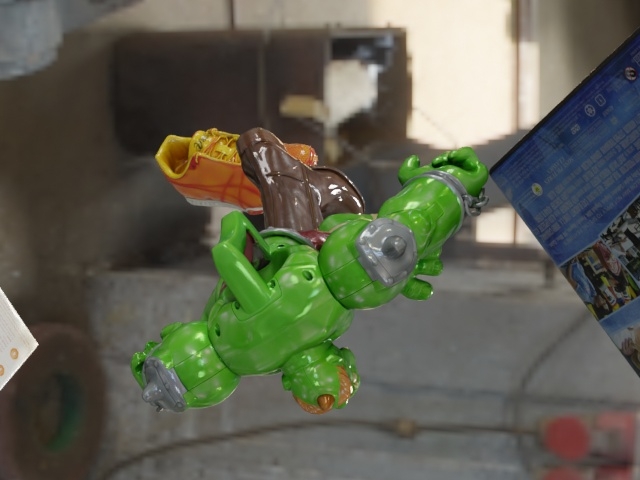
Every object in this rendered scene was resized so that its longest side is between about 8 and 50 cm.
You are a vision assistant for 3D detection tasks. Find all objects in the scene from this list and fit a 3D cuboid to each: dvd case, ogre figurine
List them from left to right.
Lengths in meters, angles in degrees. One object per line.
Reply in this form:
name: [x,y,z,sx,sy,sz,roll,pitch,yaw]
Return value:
ogre figurine: [-0.015,0.027,0.837,0.118,0.197,0.097,-49,126,-74]
dvd case: [0.205,0.020,0.877,0.022,0.180,0.253,-29,79,-38]

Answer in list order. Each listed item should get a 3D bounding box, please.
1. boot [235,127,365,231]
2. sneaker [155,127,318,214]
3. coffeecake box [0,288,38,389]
boot: [0.000,0.000,1.003,0.106,0.037,0.114,29,27,-39]
sneaker: [-0.075,-0.062,1.516,0.067,0.175,0.064,48,56,-34]
coffeecake box: [-0.347,0.096,1.545,0.142,0.068,0.185,60,40,-23]
